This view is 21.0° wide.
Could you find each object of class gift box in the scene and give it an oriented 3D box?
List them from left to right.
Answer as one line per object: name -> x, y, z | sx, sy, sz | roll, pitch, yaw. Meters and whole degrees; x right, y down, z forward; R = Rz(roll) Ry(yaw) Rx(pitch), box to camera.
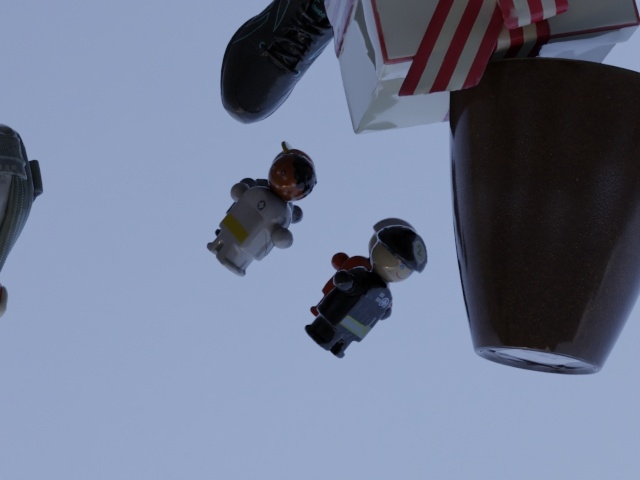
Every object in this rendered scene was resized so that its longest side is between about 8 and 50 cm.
gift box -> 0.111, -0.232, 1.517 | 0.276, 0.258, 0.255 | -14, -102, -10

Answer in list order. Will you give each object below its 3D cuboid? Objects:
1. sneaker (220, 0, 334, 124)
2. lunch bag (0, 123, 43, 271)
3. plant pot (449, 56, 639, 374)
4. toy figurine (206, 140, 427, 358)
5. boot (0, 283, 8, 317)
sneaker -> -0.033, -0.262, 2.111 | 0.267, 0.101, 0.106 | -58, -166, -9
lunch bag -> -0.379, -0.016, 1.194 | 0.305, 0.256, 0.213 | 18, -142, -39
plant pot -> 0.198, -0.010, 1.459 | 0.215, 0.215, 0.230 | 6, -104, 19
toy figurine -> 0.000, 0.000, 1.786 | 0.148, 0.209, 0.213 | -50, 180, 6
boot -> -0.408, 0.047, 1.999 | 0.059, 0.084, 0.158 | -56, -152, 6
